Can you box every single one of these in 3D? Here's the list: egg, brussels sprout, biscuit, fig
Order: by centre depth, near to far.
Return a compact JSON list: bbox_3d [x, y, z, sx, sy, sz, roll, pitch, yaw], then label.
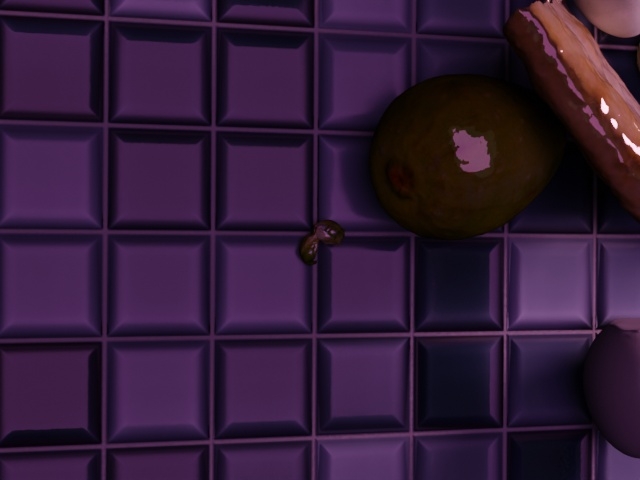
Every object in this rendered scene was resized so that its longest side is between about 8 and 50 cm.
[{"bbox_3d":[0.433,-0.195,1.423,0.104,0.429,0.446,-34,99,23],"label":"biscuit"},{"bbox_3d":[0.240,-0.142,1.438,0.326,0.258,0.258,-22,95,-24],"label":"fig"},{"bbox_3d":[-0.001,0.000,1.483,0.083,0.046,0.051,-40,91,-9],"label":"brussels sprout"},{"bbox_3d":[0.484,-0.429,1.510,0.151,0.151,0.209,-36,120,-10],"label":"egg"},{"bbox_3d":[0.527,0.247,1.533,0.176,0.176,0.231,-1,92,-12],"label":"egg"}]

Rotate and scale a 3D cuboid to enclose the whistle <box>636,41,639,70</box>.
[{"bbox_3d":[0.592,-0.365,1.605,0.126,0.067,0.258,-32,94,-9],"label":"whistle"}]
